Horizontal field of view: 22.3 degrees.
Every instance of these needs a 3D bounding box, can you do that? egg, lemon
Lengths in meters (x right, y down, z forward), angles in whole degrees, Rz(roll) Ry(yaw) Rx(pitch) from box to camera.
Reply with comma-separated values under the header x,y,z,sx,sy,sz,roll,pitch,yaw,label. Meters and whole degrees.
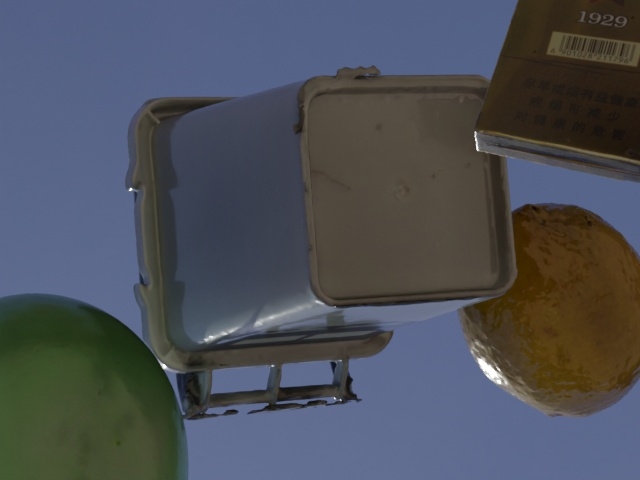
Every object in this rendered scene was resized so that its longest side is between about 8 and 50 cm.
x,y,z,sx,sy,sz,roll,pitch,yaw,label
-0.205,0.164,1.172,0.220,0.220,0.269,22,-143,-29,egg
0.229,0.068,1.558,0.188,0.188,0.256,-50,-53,-32,lemon

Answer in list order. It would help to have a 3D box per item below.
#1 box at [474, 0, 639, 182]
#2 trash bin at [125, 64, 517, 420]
x,y,z,sx,sy,sz,roll,pitch,yaw,label
0.140,-0.096,0.842,0.090,0.023,0.133,12,-118,16,box
0.000,0.000,1.369,0.256,0.368,0.296,-1,-95,-24,trash bin
